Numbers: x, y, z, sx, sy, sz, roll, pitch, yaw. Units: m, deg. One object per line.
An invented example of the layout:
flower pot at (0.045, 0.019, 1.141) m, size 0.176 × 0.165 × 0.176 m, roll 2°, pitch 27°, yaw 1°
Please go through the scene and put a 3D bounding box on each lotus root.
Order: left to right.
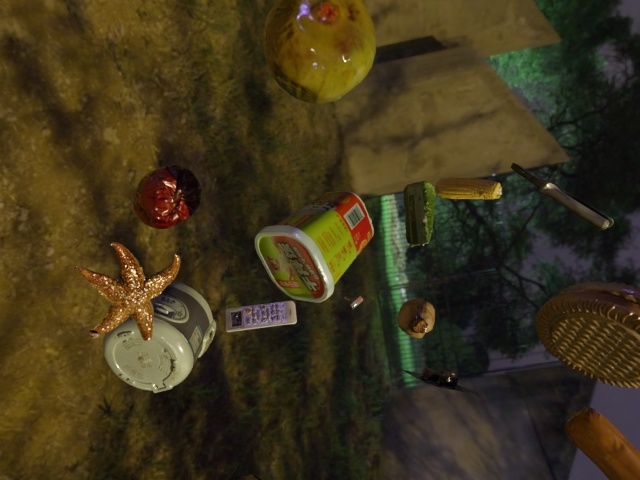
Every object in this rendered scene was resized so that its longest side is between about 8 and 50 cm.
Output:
lotus root at (0.374, 0.296, 1.837) m, size 0.140 × 0.154 × 0.257 m, roll 42°, pitch 6°, yaw 6°

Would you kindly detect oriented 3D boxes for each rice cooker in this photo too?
rice cooker at (-0.487, 0.286, 1.469) m, size 0.277 × 0.289 × 0.288 m, roll -73°, pitch 153°, yaw -64°

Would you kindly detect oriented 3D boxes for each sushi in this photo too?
sushi at (0.385, 0.438, 1.540) m, size 0.210 × 0.193 × 0.040 m, roll 177°, pitch -72°, yaw -71°

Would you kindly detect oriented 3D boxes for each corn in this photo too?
corn at (0.440, -0.156, 1.436) m, size 0.067 × 0.206 × 0.067 m, roll -13°, pitch 107°, yaw -49°

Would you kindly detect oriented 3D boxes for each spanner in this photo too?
spanner at (0.695, -0.135, 1.390) m, size 0.325 × 0.096 × 0.040 m, roll 44°, pitch -59°, yaw 30°

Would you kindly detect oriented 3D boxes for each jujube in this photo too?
jujube at (-0.558, -0.160, 1.718) m, size 0.232 × 0.213 × 0.212 m, roll -41°, pitch 131°, yaw -37°

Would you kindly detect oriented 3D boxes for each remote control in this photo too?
remote control at (-0.266, 0.344, 2.131) m, size 0.055 × 0.313 × 0.109 m, roll 86°, pitch -4°, yaw -61°

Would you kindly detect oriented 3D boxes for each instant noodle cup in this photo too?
instant noodle cup at (0.000, 0.000, 1.519) m, size 0.308 × 0.294 × 0.293 m, roll -41°, pitch 132°, yaw -36°

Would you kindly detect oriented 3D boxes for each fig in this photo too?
fig at (-0.003, -0.557, 1.379) m, size 0.343 × 0.344 × 0.343 m, roll -9°, pitch 90°, yaw -84°

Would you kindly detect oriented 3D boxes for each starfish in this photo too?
starfish at (-0.397, 0.108, 1.006) m, size 0.043 × 0.240 × 0.227 m, roll 21°, pitch -35°, yaw 49°

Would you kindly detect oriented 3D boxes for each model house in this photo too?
model house at (-0.228, 1.038, 1.936) m, size 0.218 × 0.279 × 0.204 m, roll -33°, pitch 109°, yaw -70°

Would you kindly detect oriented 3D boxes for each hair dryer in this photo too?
hair dryer at (0.134, 0.260, 2.099) m, size 0.037 × 0.063 × 0.114 m, roll 57°, pitch -16°, yaw -24°

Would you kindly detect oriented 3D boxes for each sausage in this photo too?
sausage at (0.788, 0.588, 1.236) m, size 0.328 × 0.112 × 0.112 m, roll 50°, pitch -5°, yaw 20°

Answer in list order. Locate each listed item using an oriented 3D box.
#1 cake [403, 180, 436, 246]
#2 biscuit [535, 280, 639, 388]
cake at (0.376, -0.091, 1.757) m, size 0.099 × 0.100 × 0.235 m, roll 7°, pitch 78°, yaw -46°
biscuit at (0.543, 0.178, 0.887) m, size 0.079 × 0.259 × 0.259 m, roll -48°, pitch 142°, yaw -30°
